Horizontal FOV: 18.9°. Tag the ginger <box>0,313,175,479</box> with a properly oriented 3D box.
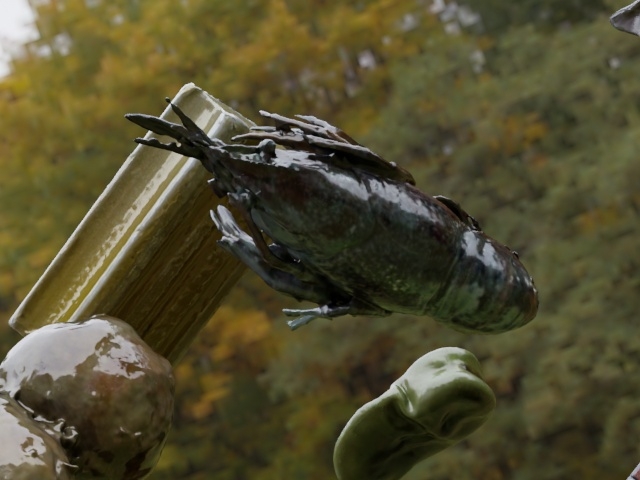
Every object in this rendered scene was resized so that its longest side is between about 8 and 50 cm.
[{"bbox_3d":[-0.224,0.154,1.507,0.304,0.155,0.244,-23,4,-33],"label":"ginger"}]

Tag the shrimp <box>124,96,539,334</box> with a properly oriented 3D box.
[{"bbox_3d":[0.002,0.001,1.525,0.372,0.172,0.137,24,9,-10],"label":"shrimp"}]

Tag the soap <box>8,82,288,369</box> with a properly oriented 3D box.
[{"bbox_3d":[-0.140,0.006,1.751,0.274,0.089,0.173,-53,-32,3],"label":"soap"}]

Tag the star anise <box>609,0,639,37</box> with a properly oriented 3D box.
[{"bbox_3d":[0.277,-0.142,1.141,0.109,0.236,0.223,-20,-12,-19],"label":"star anise"}]

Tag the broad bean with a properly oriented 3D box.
[{"bbox_3d":[0.107,0.204,2.156,0.153,0.072,0.206,25,-57,-39],"label":"broad bean"}]

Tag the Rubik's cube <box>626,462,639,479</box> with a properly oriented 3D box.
[{"bbox_3d":[0.374,0.264,1.989,0.092,0.092,0.092,-50,-25,-7],"label":"Rubik's cube"}]
